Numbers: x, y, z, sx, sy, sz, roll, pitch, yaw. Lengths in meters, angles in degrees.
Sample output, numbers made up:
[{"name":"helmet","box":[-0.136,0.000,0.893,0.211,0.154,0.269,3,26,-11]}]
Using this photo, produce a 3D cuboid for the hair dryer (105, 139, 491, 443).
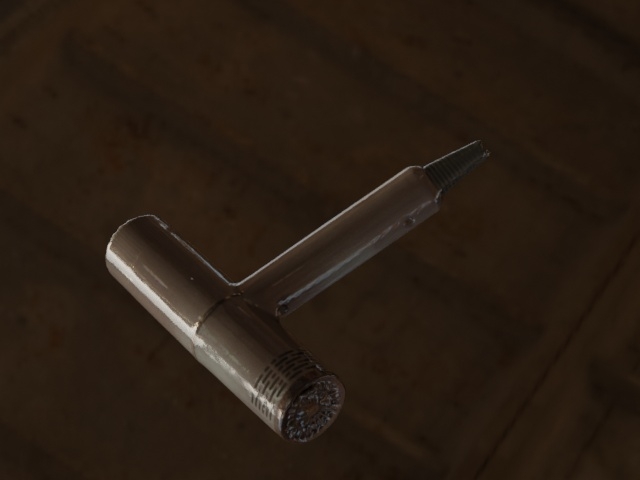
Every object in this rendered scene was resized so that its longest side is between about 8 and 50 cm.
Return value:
[{"name":"hair dryer","box":[-0.005,-0.008,1.120,0.220,0.053,0.195,-46,-128,-7]}]
